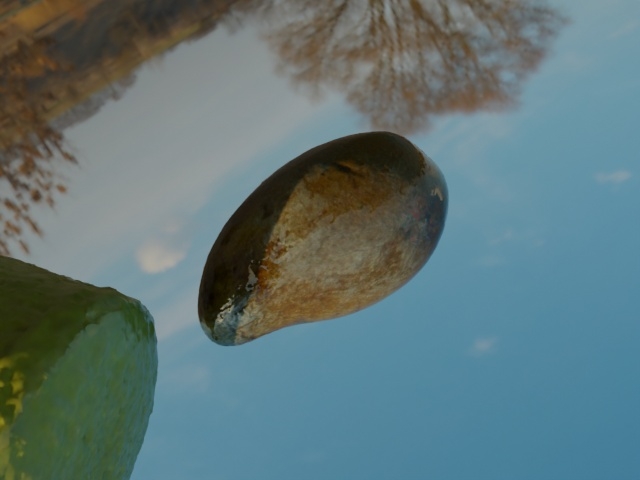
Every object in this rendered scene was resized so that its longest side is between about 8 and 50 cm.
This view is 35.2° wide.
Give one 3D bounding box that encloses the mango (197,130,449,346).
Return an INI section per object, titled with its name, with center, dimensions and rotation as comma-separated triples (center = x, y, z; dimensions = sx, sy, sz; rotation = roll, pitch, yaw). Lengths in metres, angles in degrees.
[mango]
center = 0.000, 0.000, 1.091
dimensions = 0.316, 0.193, 0.146
rotation = -31, -149, -14

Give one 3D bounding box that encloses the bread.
[bread]
center = -0.336, 0.177, 0.935
dimensions = 0.308, 0.348, 0.348
rotation = 17, -145, 14
